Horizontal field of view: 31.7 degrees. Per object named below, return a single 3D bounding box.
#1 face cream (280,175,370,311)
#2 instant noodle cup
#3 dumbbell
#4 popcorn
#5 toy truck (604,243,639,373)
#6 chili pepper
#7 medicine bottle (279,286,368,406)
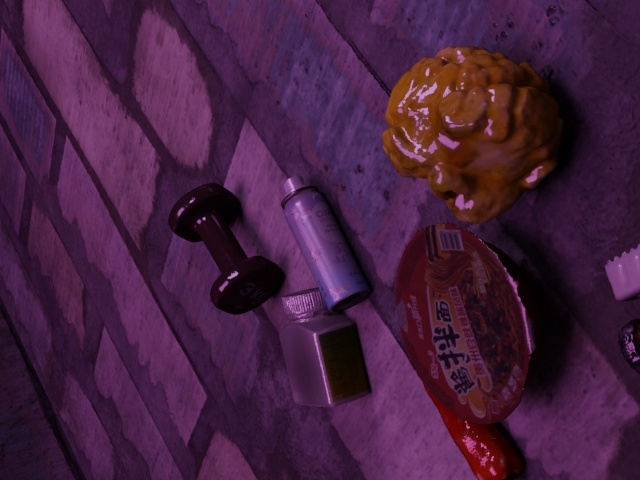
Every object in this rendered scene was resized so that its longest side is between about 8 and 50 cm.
[{"bbox_3d":[0.000,0.000,1.816,0.229,0.075,0.075,63,147,18],"label":"face cream"},{"bbox_3d":[0.214,0.100,1.495,0.274,0.091,0.274,29,126,50],"label":"instant noodle cup"},{"bbox_3d":[-0.173,0.015,2.043,0.124,0.140,0.225,-39,62,10],"label":"dumbbell"},{"bbox_3d":[0.189,-0.131,1.388,0.203,0.226,0.200,53,-152,-40],"label":"popcorn"},{"bbox_3d":[0.407,0.129,1.176,0.136,0.111,0.286,-39,68,53],"label":"toy truck"},{"bbox_3d":[0.219,0.278,1.595,0.272,0.063,0.071,53,130,37],"label":"chili pepper"},{"bbox_3d":[-0.002,0.176,1.879,0.132,0.088,0.188,-8,96,59],"label":"medicine bottle"}]
